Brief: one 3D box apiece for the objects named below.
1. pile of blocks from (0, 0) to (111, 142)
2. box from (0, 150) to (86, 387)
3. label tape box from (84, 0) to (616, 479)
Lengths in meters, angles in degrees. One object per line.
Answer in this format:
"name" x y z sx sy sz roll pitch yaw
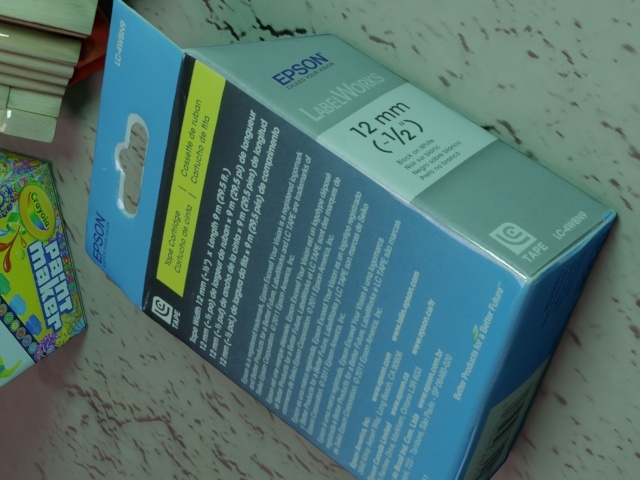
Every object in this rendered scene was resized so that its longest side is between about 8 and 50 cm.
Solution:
"pile of blocks" -0.195 -0.195 1.112 0.112 0.149 0.362 12 151 -16
"box" -0.416 0.039 1.319 0.290 0.279 0.177 15 126 35
"label tape box" 0.000 0.000 1.037 0.347 0.115 0.249 37 136 23
